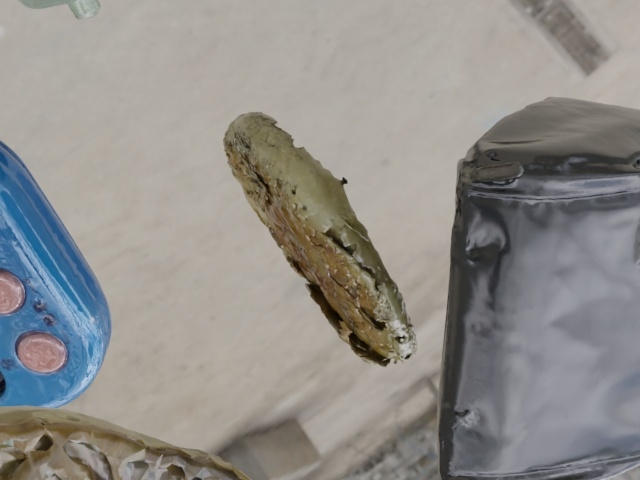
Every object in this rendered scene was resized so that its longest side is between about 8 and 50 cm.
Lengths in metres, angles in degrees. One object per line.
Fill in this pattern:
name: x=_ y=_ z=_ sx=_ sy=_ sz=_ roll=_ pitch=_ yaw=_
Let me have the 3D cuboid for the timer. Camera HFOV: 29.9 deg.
timer: x=-0.398 y=0.044 z=1.247 sx=0.309 sy=0.340 sz=0.115 roll=-19 pitch=-152 yaw=18

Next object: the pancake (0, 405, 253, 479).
pancake: x=-0.100 y=0.228 z=0.313 sx=0.387 sy=0.387 sz=0.082 roll=-21 pitch=-162 yaw=-41

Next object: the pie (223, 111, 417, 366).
pie: x=0.000 y=0.000 z=1.102 sx=0.055 sy=0.274 sz=0.274 roll=-34 pitch=163 yaw=-10

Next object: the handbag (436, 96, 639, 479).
handbag: x=0.202 y=0.050 z=0.932 sx=0.275 sy=0.178 sz=0.302 roll=-34 pitch=129 yaw=-69

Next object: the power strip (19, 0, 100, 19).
power strip: x=-0.254 y=-0.321 z=0.821 sx=0.091 sy=0.385 sz=0.062 roll=2 pitch=-140 yaw=45
